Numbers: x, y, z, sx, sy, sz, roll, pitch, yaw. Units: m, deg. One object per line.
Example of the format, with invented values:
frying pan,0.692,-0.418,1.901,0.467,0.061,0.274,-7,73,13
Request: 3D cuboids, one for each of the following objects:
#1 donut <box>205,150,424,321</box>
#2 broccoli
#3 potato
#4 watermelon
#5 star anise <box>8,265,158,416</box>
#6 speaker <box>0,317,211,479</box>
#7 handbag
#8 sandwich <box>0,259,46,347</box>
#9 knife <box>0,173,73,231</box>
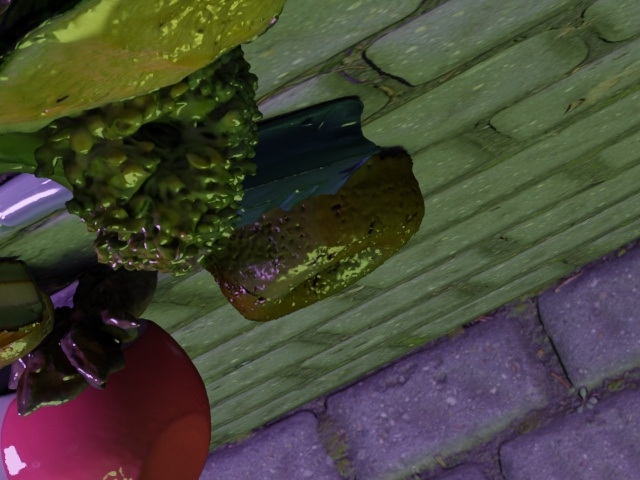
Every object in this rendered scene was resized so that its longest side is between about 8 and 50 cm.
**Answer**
donut,0.000,0.000,2.027,0.272,0.107,0.272,-24,169,-5
broccoli,-0.157,-0.044,1.374,0.273,0.180,0.242,-20,168,-15
potato,-0.342,0.098,1.840,0.170,0.080,0.107,-33,-178,22
watermelon,-0.135,-0.152,1.086,0.232,0.127,0.204,-16,165,-40
star anise,-0.252,0.101,1.892,0.197,0.073,0.212,-33,-157,22
speaker,-0.276,0.211,2.060,0.294,0.294,0.294,-23,167,-5
handbag,-0.066,-0.059,1.771,0.229,0.062,0.179,-19,169,-24
sandwich,-0.362,0.089,1.777,0.163,0.079,0.113,-34,163,35
knife,-0.300,-0.011,1.597,0.331,0.044,0.080,-24,176,28
